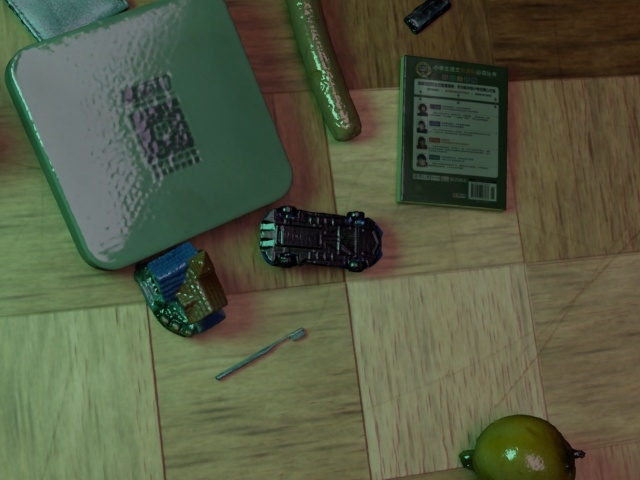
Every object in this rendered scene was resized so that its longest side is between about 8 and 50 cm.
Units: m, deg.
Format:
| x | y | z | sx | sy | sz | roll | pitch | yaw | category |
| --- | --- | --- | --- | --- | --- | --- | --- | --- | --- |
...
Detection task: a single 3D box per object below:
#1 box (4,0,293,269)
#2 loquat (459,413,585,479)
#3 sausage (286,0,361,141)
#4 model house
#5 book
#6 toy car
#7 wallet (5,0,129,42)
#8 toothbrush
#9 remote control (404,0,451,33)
| x | y | z | sx | sy | sz | roll | pitch | yaw | category |
| --- | --- | --- | --- | --- | --- | --- | --- | --- | --- |
| -0.264 | -0.179 | 1.673 | 0.367 | 0.090 | 0.373 | -24 | 96 | -21 | box |
| 0.326 | 0.363 | 1.737 | 0.172 | 0.204 | 0.149 | 47 | 51 | -49 | loquat |
| 0.001 | -0.312 | 1.805 | 0.066 | 0.066 | 0.301 | -16 | 83 | -17 | sausage |
| -0.207 | 0.071 | 1.640 | 0.119 | 0.149 | 0.148 | -26 | 86 | -16 | model house |
| 0.234 | -0.188 | 1.864 | 0.202 | 0.027 | 0.264 | 4 | 81 | -14 | book |
| 0.000 | 0.000 | 1.752 | 0.216 | 0.063 | 0.103 | 5 | 80 | -20 | toy car |
| -0.440 | -0.424 | 1.718 | 0.167 | 0.036 | 0.222 | -40 | 94 | -18 | wallet |
| -0.096 | 0.186 | 1.723 | 0.167 | 0.011 | 0.014 | -28 | 95 | -18 | toothbrush |
| 0.194 | -0.409 | 1.895 | 0.096 | 0.014 | 0.039 | -40 | 92 | -18 | remote control |
